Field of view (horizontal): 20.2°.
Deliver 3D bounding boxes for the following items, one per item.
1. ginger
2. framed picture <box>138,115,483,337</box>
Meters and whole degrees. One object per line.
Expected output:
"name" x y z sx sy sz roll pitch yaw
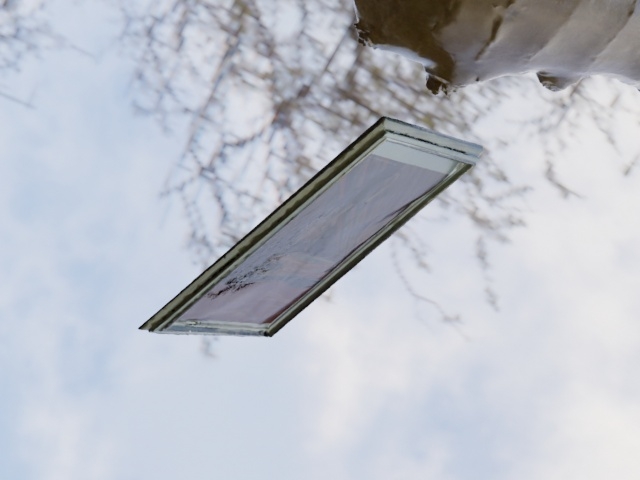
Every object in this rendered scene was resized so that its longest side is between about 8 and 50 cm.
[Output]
"ginger" 0.197 -0.235 1.513 0.166 0.375 0.236 14 -77 47
"framed picture" 0.000 0.000 1.496 0.273 0.216 0.016 -41 -110 19
